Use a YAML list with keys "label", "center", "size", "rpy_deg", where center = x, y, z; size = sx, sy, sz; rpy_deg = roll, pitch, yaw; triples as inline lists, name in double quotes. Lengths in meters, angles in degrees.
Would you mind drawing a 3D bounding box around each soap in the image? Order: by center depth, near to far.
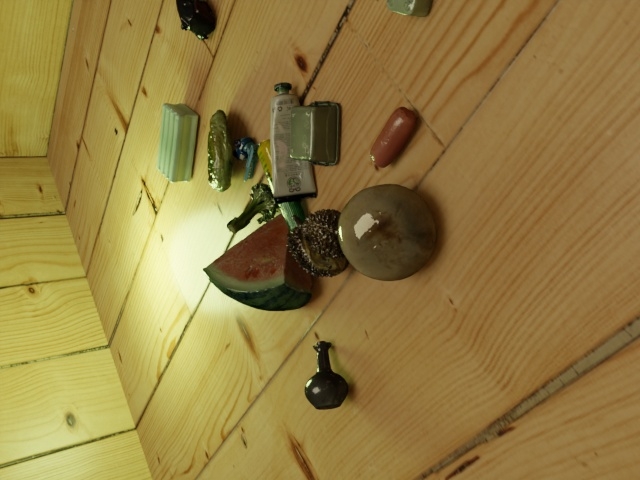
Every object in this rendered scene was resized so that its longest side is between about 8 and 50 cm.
- label: "soap"
  center: [-0.542, -0.369, 2.321]
  size: [0.160, 0.088, 0.265]
  rpy_deg: [38, 125, 43]

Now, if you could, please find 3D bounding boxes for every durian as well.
- label: "durian"
  center: [0.000, 0.000, 1.582]
  size: [0.196, 0.167, 0.196]
  rpy_deg: [6, 110, 18]

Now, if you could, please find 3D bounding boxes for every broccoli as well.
- label: "broccoli"
  center: [-0.201, -0.085, 1.827]
  size: [0.118, 0.204, 0.122]
  rpy_deg: [51, 142, -10]

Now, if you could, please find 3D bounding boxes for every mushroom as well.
- label: "mushroom"
  center: [0.153, -0.021, 1.395]
  size: [0.226, 0.178, 0.226]
  rpy_deg: [10, 117, 20]

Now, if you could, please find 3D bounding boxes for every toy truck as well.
- label: "toy truck"
  center: [-0.239, -0.263, 1.963]
  size: [0.074, 0.063, 0.136]
  rpy_deg: [39, 132, 23]

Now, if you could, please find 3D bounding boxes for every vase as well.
- label: "vase"
  center: [0.011, 0.368, 1.689]
  size: [0.120, 0.120, 0.183]
  rpy_deg: [-38, 52, 49]

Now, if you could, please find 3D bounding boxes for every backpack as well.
- label: "backpack"
  center: [-0.427, -0.779, 2.087]
  size: [0.106, 0.120, 0.165]
  rpy_deg: [-29, 71, 29]

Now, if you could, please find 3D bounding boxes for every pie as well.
- label: "pie"
  center: [-0.340, -0.293, 2.025]
  size: [0.277, 0.079, 0.277]
  rpy_deg: [174, 90, -75]

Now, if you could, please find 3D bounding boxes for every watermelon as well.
- label: "watermelon"
  center: [-0.171, 0.078, 1.768]
  size: [0.283, 0.250, 0.292]
  rpy_deg: [-7, 94, 48]

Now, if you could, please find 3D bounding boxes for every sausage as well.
- label: "sausage"
  center: [0.166, -0.236, 1.418]
  size: [0.062, 0.062, 0.154]
  rpy_deg: [59, 137, 29]

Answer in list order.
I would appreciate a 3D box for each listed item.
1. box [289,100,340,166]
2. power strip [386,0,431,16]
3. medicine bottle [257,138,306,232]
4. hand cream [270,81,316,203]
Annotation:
- label: "box"
  center: [-0.020, -0.283, 1.626]
  size: [0.124, 0.093, 0.172]
  rpy_deg: [12, 105, 46]
- label: "power strip"
  center: [0.223, -0.670, 1.273]
  size: [0.091, 0.062, 0.385]
  rpy_deg: [37, 124, 45]
- label: "medicine bottle"
  center: [-0.101, -0.145, 1.775]
  size: [0.111, 0.076, 0.309]
  rpy_deg: [79, 169, -77]
- label: "hand cream"
  center: [-0.088, -0.274, 1.723]
  size: [0.076, 0.121, 0.336]
  rpy_deg: [109, 155, -85]
